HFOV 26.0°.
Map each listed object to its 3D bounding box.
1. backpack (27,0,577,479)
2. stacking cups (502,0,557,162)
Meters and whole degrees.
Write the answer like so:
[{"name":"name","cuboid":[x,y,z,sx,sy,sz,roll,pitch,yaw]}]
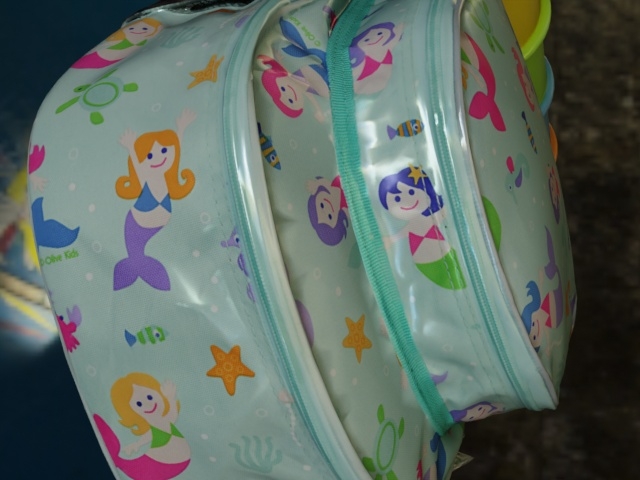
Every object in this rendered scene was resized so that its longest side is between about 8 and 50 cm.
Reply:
[{"name":"backpack","cuboid":[0.000,0.000,0.567,0.253,0.191,0.225,-44,-60,-61]},{"name":"stacking cups","cuboid":[0.095,-0.063,0.796,0.316,0.096,0.096,69,-157,-53]}]
